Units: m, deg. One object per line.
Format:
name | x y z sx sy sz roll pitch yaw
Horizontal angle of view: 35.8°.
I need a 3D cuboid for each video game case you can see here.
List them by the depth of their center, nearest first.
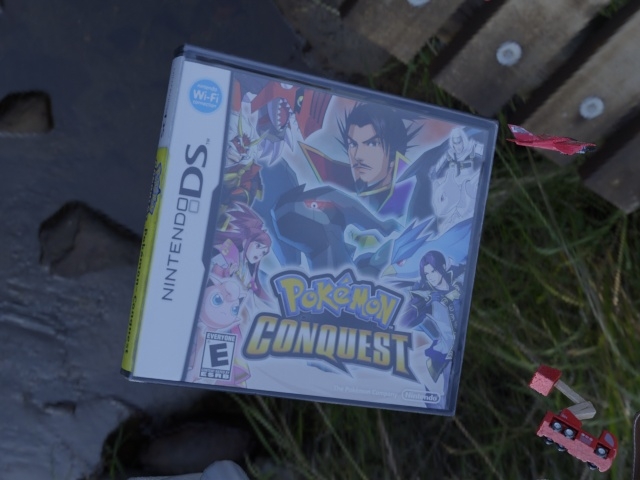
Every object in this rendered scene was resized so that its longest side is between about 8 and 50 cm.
video game case | 0.000 0.000 0.773 0.274 0.035 0.248 10 87 -22

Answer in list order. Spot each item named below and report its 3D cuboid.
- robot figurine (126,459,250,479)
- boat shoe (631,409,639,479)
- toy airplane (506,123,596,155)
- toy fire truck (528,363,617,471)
robot figurine | -0.099 0.350 0.896 0.199 0.353 0.300 1 111 -25
boat shoe | 0.460 0.384 1.330 0.116 0.325 0.123 2 161 -19
toy airplane | 0.354 -0.151 1.526 0.151 0.151 0.028 11 99 -10
toy fire truck | 0.459 0.322 1.804 0.192 0.135 0.047 29 135 15
